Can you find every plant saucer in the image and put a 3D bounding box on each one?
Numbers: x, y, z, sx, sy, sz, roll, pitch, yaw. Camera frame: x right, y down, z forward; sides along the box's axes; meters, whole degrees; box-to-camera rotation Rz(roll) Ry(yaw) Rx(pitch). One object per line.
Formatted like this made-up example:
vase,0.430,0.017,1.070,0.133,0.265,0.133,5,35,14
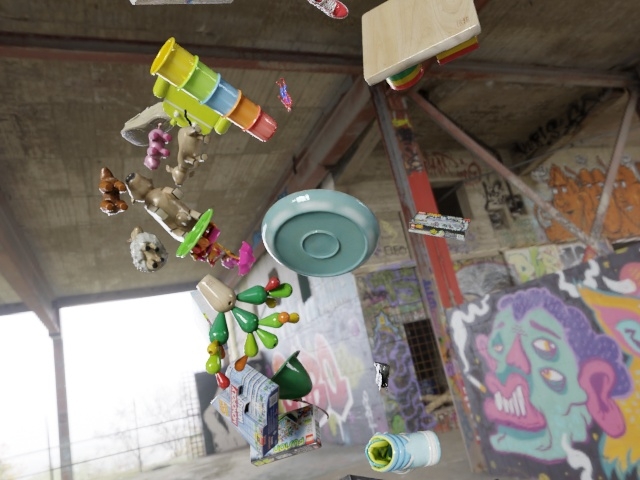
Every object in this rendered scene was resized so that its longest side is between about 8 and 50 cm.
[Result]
plant saucer,0.000,0.000,1.307,0.317,0.044,0.318,2,-45,2

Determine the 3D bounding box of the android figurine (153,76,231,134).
android figurine,-0.386,-0.416,1.515,0.248,0.056,0.272,31,-35,-19

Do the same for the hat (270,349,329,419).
hat,-0.041,0.425,1.377,0.173,0.183,0.208,-57,-13,18

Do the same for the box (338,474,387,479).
box,0.188,0.759,1.204,0.097,0.318,0.395,-38,-43,14

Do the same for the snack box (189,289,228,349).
snack box,-0.438,0.314,1.949,0.070,0.207,0.175,-20,-47,-28

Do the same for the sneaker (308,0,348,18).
sneaker,0.015,-0.589,1.224,0.118,0.042,0.067,26,12,-5

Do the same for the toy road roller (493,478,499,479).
toy road roller,0.346,0.630,0.949,0.202,0.241,0.329,-30,-21,0

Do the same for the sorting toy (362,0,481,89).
sorting toy,0.229,-0.471,1.133,0.255,0.257,0.089,-19,-40,27

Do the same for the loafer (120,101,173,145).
loafer,-0.609,-0.417,1.774,0.268,0.092,0.102,-9,-34,35

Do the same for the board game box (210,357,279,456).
board game box,-0.192,0.400,1.231,0.194,0.194,0.060,22,32,33

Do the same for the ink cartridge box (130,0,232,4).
ink cartridge box,-0.305,-0.621,1.045,0.117,0.202,0.278,-27,2,44

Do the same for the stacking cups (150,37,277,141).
stacking cups,-0.238,-0.339,1.176,0.316,0.096,0.096,31,-40,-33

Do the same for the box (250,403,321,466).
box,-0.099,0.544,1.387,0.206,0.114,0.036,-23,-47,15

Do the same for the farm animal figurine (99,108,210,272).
farm animal figurine,-0.412,-0.127,1.307,0.330,0.327,0.172,-37,28,-26

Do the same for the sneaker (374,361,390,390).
sneaker,0.226,0.502,1.838,0.051,0.089,0.170,9,-9,-2

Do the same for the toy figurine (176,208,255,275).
toy figurine,-0.237,0.030,1.175,0.159,0.130,0.173,34,-39,-21

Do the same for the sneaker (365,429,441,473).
sneaker,0.212,0.664,1.553,0.208,0.127,0.319,4,-33,-18

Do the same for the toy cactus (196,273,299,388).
toy cactus,-0.149,0.135,0.892,0.219,0.180,0.112,-47,0,-14

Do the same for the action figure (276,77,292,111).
action figure,-0.122,-0.493,1.691,0.038,0.115,0.030,-24,-7,37

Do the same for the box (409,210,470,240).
box,0.298,-0.038,1.238,0.136,0.027,0.094,11,24,20
